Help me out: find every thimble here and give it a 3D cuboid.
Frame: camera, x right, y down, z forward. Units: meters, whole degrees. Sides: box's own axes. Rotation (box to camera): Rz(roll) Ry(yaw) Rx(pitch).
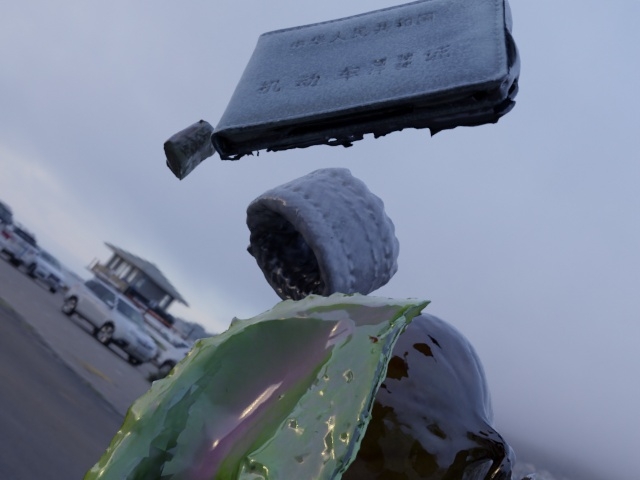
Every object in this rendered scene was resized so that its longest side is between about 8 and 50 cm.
[{"bbox_3d":[0.000,0.000,1.092,0.246,0.157,0.216,23,-50,49],"label":"thimble"}]

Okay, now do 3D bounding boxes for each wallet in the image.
[{"bbox_3d":[0.037,-0.133,0.520,0.222,0.167,0.036,-5,-48,18],"label":"wallet"}]

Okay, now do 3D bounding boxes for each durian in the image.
[{"bbox_3d":[-0.060,0.172,0.386,0.158,0.355,0.169,33,-37,-14],"label":"durian"}]

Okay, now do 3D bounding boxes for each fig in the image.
[{"bbox_3d":[0.092,0.193,0.716,0.215,0.234,0.235,-25,-52,25],"label":"fig"}]

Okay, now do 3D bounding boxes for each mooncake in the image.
[{"bbox_3d":[-0.293,-0.212,1.536,0.073,0.125,0.130,47,-20,5],"label":"mooncake"}]

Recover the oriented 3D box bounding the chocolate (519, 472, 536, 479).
[{"bbox_3d":[0.158,0.228,0.501,0.064,0.031,0.100,-19,91,-66],"label":"chocolate"}]
